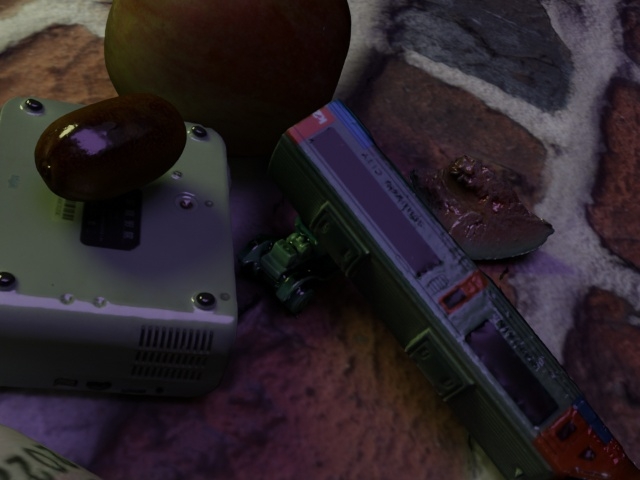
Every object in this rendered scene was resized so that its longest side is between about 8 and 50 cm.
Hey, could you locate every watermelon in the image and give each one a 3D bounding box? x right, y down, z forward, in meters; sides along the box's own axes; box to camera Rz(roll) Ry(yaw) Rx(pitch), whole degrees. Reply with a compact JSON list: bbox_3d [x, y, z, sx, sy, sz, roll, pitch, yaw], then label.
[{"bbox_3d":[0.176,-0.023,0.896,0.155,0.080,0.101,27,50,-19],"label":"watermelon"}]

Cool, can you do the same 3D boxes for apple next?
[{"bbox_3d":[-0.087,-0.213,0.833,0.234,0.256,0.256,21,43,-3],"label":"apple"}]

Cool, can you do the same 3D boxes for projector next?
[{"bbox_3d":[-0.176,-0.001,0.687,0.198,0.108,0.250,8,44,-18],"label":"projector"}]

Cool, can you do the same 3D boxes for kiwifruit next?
[{"bbox_3d":[-0.158,-0.072,0.635,0.075,0.075,0.124,40,49,17],"label":"kiwifruit"}]

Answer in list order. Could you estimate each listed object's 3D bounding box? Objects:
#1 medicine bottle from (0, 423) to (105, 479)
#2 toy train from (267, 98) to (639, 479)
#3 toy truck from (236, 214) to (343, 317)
[{"bbox_3d":[-0.070,0.262,0.388,0.388,0.219,0.219,27,43,6],"label":"medicine bottle"},{"bbox_3d":[0.104,0.066,0.704,0.089,0.086,0.409,-33,80,-24],"label":"toy train"},{"bbox_3d":[0.001,0.000,0.786,0.080,0.078,0.154,42,46,21],"label":"toy truck"}]
